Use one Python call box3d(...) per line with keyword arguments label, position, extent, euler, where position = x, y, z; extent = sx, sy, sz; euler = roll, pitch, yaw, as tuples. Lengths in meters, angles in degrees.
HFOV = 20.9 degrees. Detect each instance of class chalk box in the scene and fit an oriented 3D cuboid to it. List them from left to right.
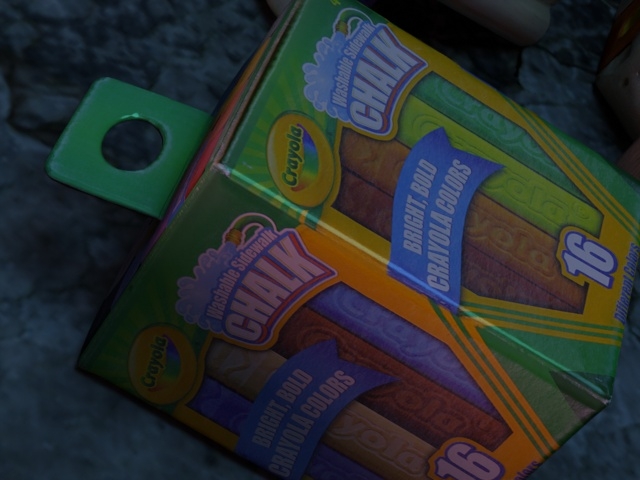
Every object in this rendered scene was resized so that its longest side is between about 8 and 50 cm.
box3d(label="chalk box", position=(0.000, 0.000, 0.675), extent=(0.213, 0.132, 0.132), euler=(31, 43, -9))

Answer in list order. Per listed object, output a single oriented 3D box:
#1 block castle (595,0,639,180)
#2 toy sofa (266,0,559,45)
box3d(label="block castle", position=(0.355, -0.128, 0.968), extent=(0.303, 0.213, 0.453), euler=(34, 43, -5))
box3d(label="toy sofa", position=(0.014, -0.272, 0.924), extent=(0.150, 0.177, 0.363), euler=(14, 43, -59))
